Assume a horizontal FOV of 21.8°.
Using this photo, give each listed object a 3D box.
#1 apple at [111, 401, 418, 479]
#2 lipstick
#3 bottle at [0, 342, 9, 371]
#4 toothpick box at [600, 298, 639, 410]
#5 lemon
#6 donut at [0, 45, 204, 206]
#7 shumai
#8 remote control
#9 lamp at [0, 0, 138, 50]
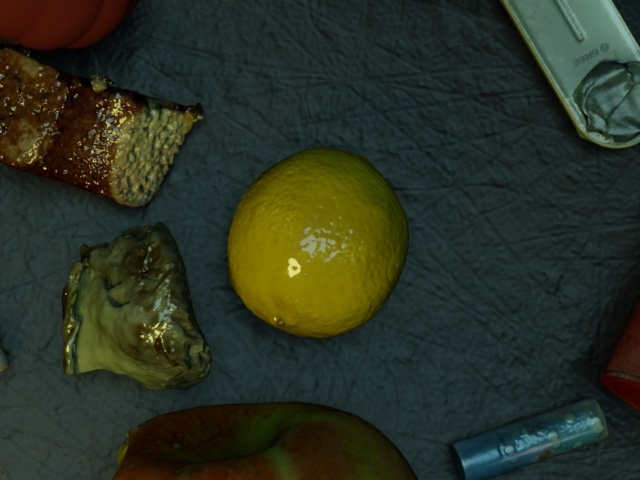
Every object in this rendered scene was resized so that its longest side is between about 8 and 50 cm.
[{"bbox_3d":[-0.055,0.311,1.526,0.339,0.339,0.339,1,83,-5],"label":"apple"},{"bbox_3d":[0.214,0.206,1.702,0.158,0.048,0.048,-17,85,-8],"label":"lipstick"},{"bbox_3d":[-0.380,0.039,1.661,0.060,0.060,0.217,-24,85,-8],"label":"bottle"},{"bbox_3d":[0.444,0.037,1.669,0.204,0.204,0.333,28,82,-1],"label":"toothpick box"},{"bbox_3d":[0.000,0.000,1.645,0.178,0.178,0.203,29,69,-1],"label":"lemon"},{"bbox_3d":[-0.234,-0.113,1.669,0.144,0.186,0.126,15,86,34],"label":"donut"},{"bbox_3d":[-0.193,0.074,1.614,0.142,0.184,0.184,-18,85,-8],"label":"shumai"},{"bbox_3d":[0.274,-0.210,1.758,0.104,0.052,0.247,-29,87,-7],"label":"remote control"},{"bbox_3d":[-0.276,-0.294,1.632,0.227,0.227,0.227,1,83,-5],"label":"lamp"}]
